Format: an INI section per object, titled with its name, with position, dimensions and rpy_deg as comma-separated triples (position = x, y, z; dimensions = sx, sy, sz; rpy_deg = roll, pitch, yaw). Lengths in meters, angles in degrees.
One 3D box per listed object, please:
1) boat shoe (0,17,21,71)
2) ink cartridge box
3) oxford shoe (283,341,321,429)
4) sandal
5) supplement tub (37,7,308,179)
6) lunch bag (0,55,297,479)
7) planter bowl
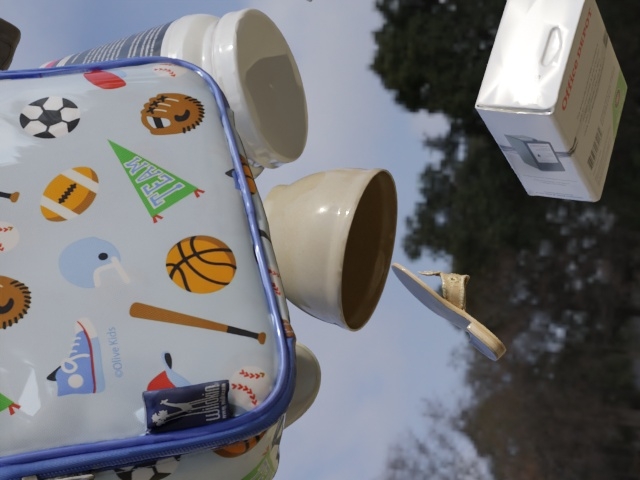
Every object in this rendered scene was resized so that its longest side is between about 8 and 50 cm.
[boat shoe]
position = -0.497, -0.287, 1.375
dimensions = 0.095, 0.335, 0.112
rpy_deg = -60, 15, -15
[ink cartridge box]
position = 0.329, -0.202, 1.693
dimensions = 0.273, 0.115, 0.198
rpy_deg = 45, -122, -55
[oxford shoe]
position = -0.186, 0.231, 1.594
dimensions = 0.449, 0.130, 0.169
rpy_deg = -10, -86, -29
[sandal]
position = 0.232, 0.097, 2.045
dimensions = 0.079, 0.240, 0.088
rpy_deg = -44, -21, -12
[supplement tub]
position = -0.171, -0.134, 1.321
dimensions = 0.191, 0.272, 0.191
rpy_deg = 46, -143, -51
[lunch bag]
position = -0.150, 0.029, 0.708
dimensions = 0.115, 0.243, 0.303
rpy_deg = 100, 160, -51
[planter bowl]
position = 0.000, 0.000, 1.202
dimensions = 0.162, 0.109, 0.162
rpy_deg = 12, -90, -70
